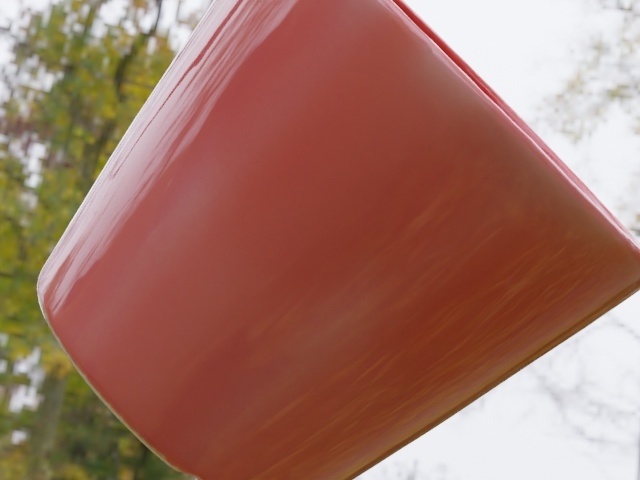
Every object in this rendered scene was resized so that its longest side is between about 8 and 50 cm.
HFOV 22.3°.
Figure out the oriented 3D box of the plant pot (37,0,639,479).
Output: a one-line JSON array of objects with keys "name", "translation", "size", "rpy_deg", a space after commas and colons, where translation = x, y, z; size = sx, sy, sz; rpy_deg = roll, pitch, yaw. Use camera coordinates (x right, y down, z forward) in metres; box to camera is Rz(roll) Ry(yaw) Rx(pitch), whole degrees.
[{"name": "plant pot", "translation": [0.000, 0.000, 0.868], "size": [0.243, 0.275, 0.275], "rpy_deg": [-45, -42, 8]}]
